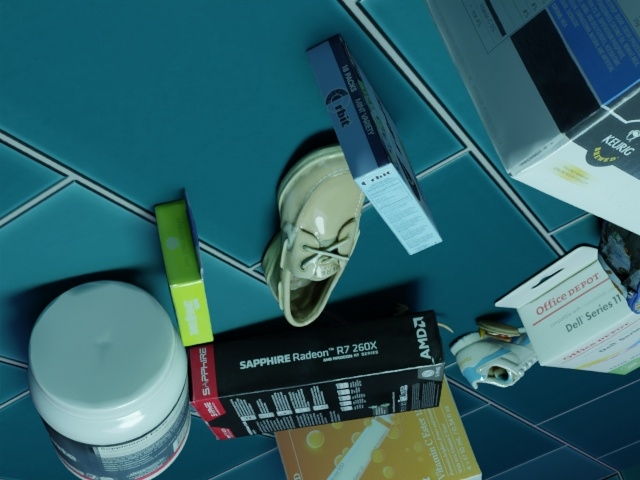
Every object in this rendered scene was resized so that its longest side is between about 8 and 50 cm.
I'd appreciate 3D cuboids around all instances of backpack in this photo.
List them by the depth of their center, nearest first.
[{"bbox_3d":[0.525,0.000,1.336,0.276,0.213,0.263,-22,162,0],"label":"backpack"}]

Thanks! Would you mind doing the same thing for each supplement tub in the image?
[{"bbox_3d":[-0.264,0.188,1.196,0.191,0.191,0.272,-12,150,-13],"label":"supplement tub"}]

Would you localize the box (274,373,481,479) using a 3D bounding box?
[{"bbox_3d":[0.108,0.421,1.793,0.345,0.215,0.168,-18,151,-3],"label":"box"}]

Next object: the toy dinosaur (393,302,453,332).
[{"bbox_3d":[0.129,0.134,1.498,0.183,0.053,0.092,-11,165,-10],"label":"toy dinosaur"}]

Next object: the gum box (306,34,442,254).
[{"bbox_3d":[0.056,-0.090,0.938,0.041,0.157,0.184,-24,151,11],"label":"gum box"}]

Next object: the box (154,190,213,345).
[{"bbox_3d":[-0.157,0.036,1.081,0.042,0.109,0.178,-12,150,-9],"label":"box"}]

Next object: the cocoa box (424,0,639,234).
[{"bbox_3d":[0.310,-0.167,0.874,0.228,0.231,0.347,-38,146,30],"label":"cocoa box"}]

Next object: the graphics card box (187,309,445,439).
[{"bbox_3d":[0.000,0.211,1.434,0.370,0.094,0.233,-8,153,2],"label":"graphics card box"}]

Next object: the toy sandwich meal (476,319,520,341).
[{"bbox_3d":[0.303,0.159,1.608,0.085,0.029,0.085,12,-174,-1],"label":"toy sandwich meal"}]

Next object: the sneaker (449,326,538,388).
[{"bbox_3d":[0.346,0.215,1.703,0.228,0.092,0.087,-5,147,-26],"label":"sneaker"}]

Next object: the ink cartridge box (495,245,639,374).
[{"bbox_3d":[0.488,0.128,1.607,0.353,0.119,0.207,12,140,-42],"label":"ink cartridge box"}]

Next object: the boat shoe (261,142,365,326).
[{"bbox_3d":[0.000,0.000,1.120,0.109,0.098,0.302,-6,149,-21],"label":"boat shoe"}]
